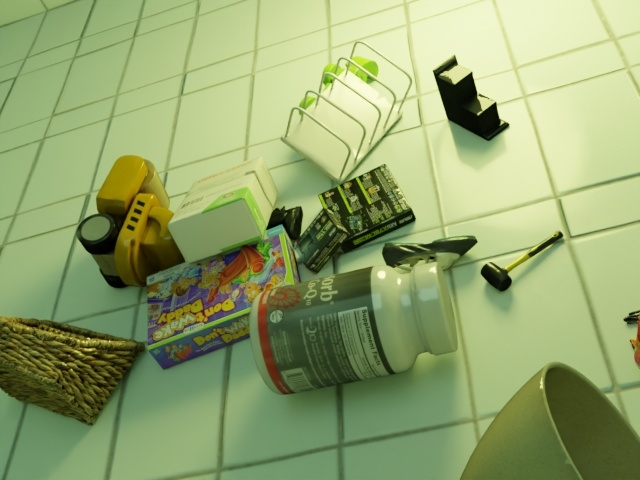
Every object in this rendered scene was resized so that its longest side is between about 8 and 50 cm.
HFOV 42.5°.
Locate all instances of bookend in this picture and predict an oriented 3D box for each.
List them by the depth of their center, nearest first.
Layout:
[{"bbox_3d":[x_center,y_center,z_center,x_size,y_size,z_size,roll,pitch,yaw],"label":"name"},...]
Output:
[{"bbox_3d":[0.360,-0.342,1.970,0.072,0.157,0.156,-37,42,-11],"label":"bookend"}]

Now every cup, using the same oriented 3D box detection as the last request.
[{"bbox_3d":[0.332,0.375,1.181,0.237,0.331,0.331,-40,36,25],"label":"cup"}]

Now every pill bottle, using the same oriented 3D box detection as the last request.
[{"bbox_3d":[0.065,0.162,1.571,0.363,0.210,0.210,-13,43,14],"label":"pill bottle"}]

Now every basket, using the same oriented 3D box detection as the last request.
[{"bbox_3d":[-0.590,0.237,1.822,0.299,0.213,0.223,9,53,33],"label":"basket"}]

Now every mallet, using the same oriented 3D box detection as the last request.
[{"bbox_3d":[0.407,0.030,1.666,0.190,0.039,0.062,-37,46,-18],"label":"mallet"}]

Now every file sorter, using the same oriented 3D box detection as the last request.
[{"bbox_3d":[0.067,-0.323,2.028,0.193,0.173,0.277,37,67,8],"label":"file sorter"}]

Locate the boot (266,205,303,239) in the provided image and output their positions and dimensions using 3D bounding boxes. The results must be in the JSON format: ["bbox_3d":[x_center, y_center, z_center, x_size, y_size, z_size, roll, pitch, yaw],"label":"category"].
[{"bbox_3d":[-0.097,-0.038,1.978,0.099,0.045,0.121,-10,37,15],"label":"boot"}]

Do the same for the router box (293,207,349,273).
[{"bbox_3d":[0.000,0.000,1.858,0.122,0.038,0.092,-52,40,15],"label":"router box"}]

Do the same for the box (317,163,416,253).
[{"bbox_3d":[0.105,-0.078,1.918,0.184,0.045,0.190,-27,42,3],"label":"box"}]

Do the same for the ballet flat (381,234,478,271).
[{"bbox_3d":[0.231,0.033,1.733,0.203,0.074,0.074,-5,46,14],"label":"ballet flat"}]

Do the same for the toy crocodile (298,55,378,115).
[{"bbox_3d":[0.040,-0.378,2.223,0.115,0.105,0.340,14,60,36],"label":"toy crocodile"}]

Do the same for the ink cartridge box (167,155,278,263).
[{"bbox_3d":[-0.225,-0.078,1.963,0.199,0.114,0.273,-19,22,14],"label":"ink cartridge box"}]

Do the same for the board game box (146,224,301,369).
[{"bbox_3d":[-0.216,0.124,1.850,0.347,0.078,0.233,-21,42,6],"label":"board game box"}]

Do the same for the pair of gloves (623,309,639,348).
[{"bbox_3d":[0.584,0.155,1.465,0.074,0.010,0.083,-13,43,15],"label":"pair of gloves"}]

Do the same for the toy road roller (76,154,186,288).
[{"bbox_3d":[-0.422,-0.037,2.036,0.241,0.202,0.329,5,54,14],"label":"toy road roller"}]

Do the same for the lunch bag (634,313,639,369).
[{"bbox_3d":[0.683,0.118,1.377,0.258,0.120,0.293,12,55,27],"label":"lunch bag"}]
